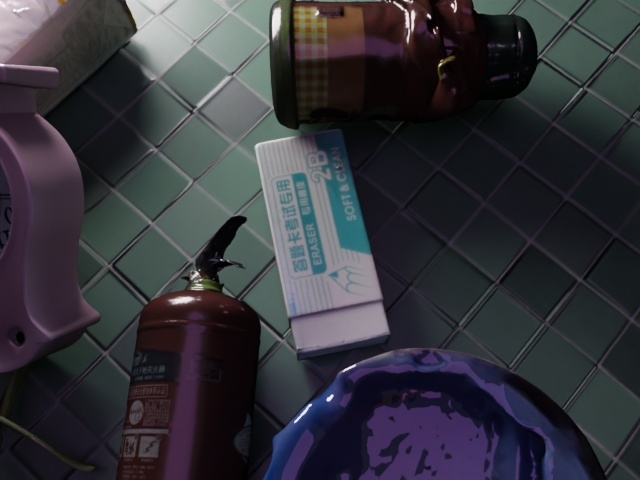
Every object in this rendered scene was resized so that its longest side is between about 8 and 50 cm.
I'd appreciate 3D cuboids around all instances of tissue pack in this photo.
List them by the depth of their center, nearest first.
[{"bbox_3d":[-0.355,-0.261,0.770,0.225,0.124,0.185,38,79,13],"label":"tissue pack"}]

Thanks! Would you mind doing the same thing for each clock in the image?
[{"bbox_3d":[-0.363,-0.008,0.668,0.290,0.080,0.275,-10,96,18],"label":"clock"}]

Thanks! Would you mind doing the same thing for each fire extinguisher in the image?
[{"bbox_3d":[-0.111,0.152,0.619,0.114,0.135,0.337,15,67,-32],"label":"fire extinguisher"}]

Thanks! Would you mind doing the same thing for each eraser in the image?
[{"bbox_3d":[0.000,0.000,0.711,0.096,0.052,0.225,-11,71,-5],"label":"eraser"}]

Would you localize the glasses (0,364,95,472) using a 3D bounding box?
[{"bbox_3d":[-0.328,0.208,0.644,0.207,0.102,0.239,-12,67,-32],"label":"glasses"}]

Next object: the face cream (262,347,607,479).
[{"bbox_3d":[0.073,0.218,0.545,0.249,0.225,0.249,-1,70,1],"label":"face cream"}]

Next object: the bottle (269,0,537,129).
[{"bbox_3d":[0.085,-0.186,0.725,0.271,0.143,0.156,-2,62,0],"label":"bottle"}]
